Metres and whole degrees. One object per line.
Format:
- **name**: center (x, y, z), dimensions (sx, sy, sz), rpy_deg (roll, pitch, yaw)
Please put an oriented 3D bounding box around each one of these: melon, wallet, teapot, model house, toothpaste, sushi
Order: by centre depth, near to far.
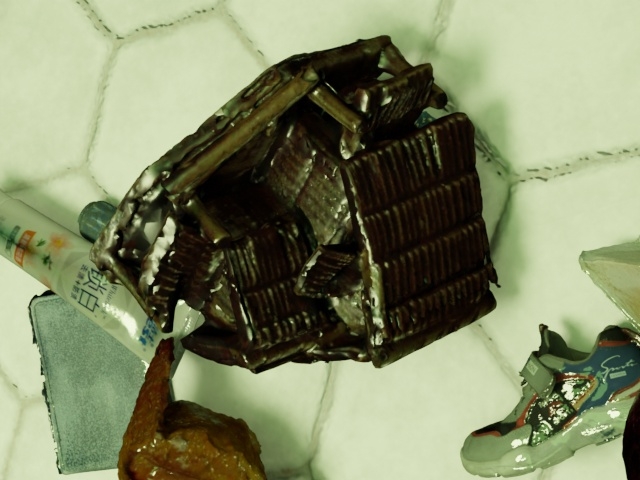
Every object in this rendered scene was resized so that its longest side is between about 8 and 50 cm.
- **melon**: center (0.338, 0.060, 1.367), dimensions (0.203, 0.093, 0.139), rpy_deg (2, 94, 20)
- **model house**: center (0.000, 0.000, 1.417), dimensions (0.282, 0.317, 0.297), rpy_deg (51, 137, 25)
- **sushi**: center (-0.129, 0.269, 1.581), dimensions (0.167, 0.179, 0.296), rpy_deg (-39, 103, 1)
- **toothpaste**: center (-0.272, 0.034, 1.657), dimensions (0.323, 0.066, 0.100), rpy_deg (30, 106, 21)
- **teapot**: center (-0.236, -0.003, 1.672), dimensions (0.083, 0.049, 0.063), rpy_deg (30, 88, 22)
- **wallet**: center (-0.246, 0.154, 1.699), dimensions (0.167, 0.036, 0.222), rpy_deg (-11, 90, 25)

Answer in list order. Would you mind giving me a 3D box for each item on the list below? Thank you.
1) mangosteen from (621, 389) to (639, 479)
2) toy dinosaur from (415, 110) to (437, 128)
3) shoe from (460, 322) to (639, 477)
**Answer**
- **mangosteen**: center (0.379, 0.206, 1.292), dimensions (0.228, 0.265, 0.228), rpy_deg (-8, 48, 9)
- **toy dinosaur**: center (0.115, -0.091, 1.507), dimensions (0.047, 0.030, 0.083), rpy_deg (-36, 77, 25)
- **shoe**: center (0.223, 0.146, 1.426), dimensions (0.228, 0.099, 0.125), rpy_deg (-26, 90, 20)
